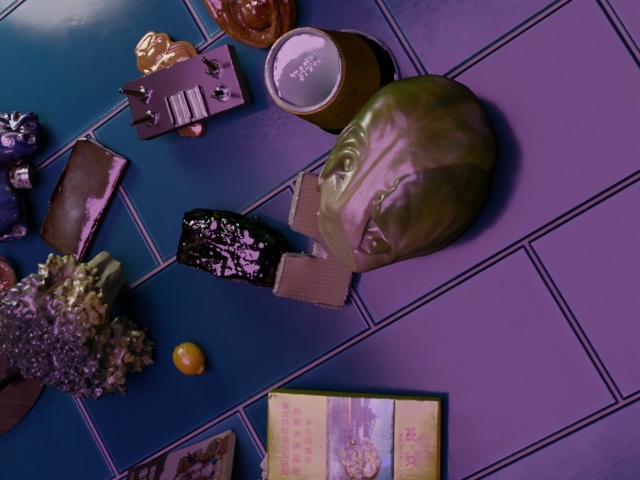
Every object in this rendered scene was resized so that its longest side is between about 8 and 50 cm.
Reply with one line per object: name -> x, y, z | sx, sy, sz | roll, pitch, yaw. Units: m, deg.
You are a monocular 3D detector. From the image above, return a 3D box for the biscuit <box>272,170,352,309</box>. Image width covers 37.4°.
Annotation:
biscuit -> 0.000, 0.000, 1.792 | 0.147, 0.046, 0.250 | 9, 97, -18

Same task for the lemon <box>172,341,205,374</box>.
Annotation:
lemon -> -0.266, 0.242, 1.924 | 0.083, 0.062, 0.062 | 37, 104, 16

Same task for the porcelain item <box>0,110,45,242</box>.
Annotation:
porcelain item -> -0.682, -0.139, 2.029 | 0.186, 0.138, 0.288 | -4, 86, 2

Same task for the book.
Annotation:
book -> -0.292, 0.501, 1.888 | 0.264, 0.202, 0.027 | -25, 123, 19

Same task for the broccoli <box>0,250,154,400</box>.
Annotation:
broccoli -> -0.506, 0.147, 1.907 | 0.293, 0.281, 0.348 | 14, 138, 26

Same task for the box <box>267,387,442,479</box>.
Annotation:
box -> 0.064, 0.385, 1.806 | 0.335, 0.047, 0.187 | 1, 92, 12

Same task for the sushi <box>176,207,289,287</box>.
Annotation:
sushi -> -0.172, 0.010, 1.847 | 0.225, 0.124, 0.127 | 17, 100, 19

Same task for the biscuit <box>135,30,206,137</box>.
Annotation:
biscuit -> -0.291, -0.327, 1.925 | 0.144, 0.040, 0.236 | -43, 81, 11

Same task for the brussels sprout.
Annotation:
brussels sprout -> 0.145, -0.107, 1.636 | 0.355, 0.289, 0.281 | -43, 86, -12

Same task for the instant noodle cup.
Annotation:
instant noodle cup -> 0.011, -0.292, 1.712 | 0.215, 0.236, 0.215 | 2, 94, 21

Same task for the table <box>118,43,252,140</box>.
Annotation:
table -> -0.276, -0.288, 1.846 | 0.240, 0.111, 0.121 | -17, 91, 19

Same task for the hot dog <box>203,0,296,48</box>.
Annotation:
hot dog -> -0.145, -0.498, 1.820 | 0.175, 0.114, 0.259 | -25, 84, 20

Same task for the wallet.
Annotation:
wallet -> -0.510, -0.090, 2.012 | 0.137, 0.031, 0.255 | 31, 101, 16

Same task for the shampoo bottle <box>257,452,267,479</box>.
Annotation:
shampoo bottle -> -0.091, 0.433, 1.888 | 0.049, 0.034, 0.141 | 29, 102, 9

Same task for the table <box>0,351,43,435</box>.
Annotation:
table -> -0.779, 0.344, 1.985 | 0.317, 0.249, 0.317 | 3, 105, 11

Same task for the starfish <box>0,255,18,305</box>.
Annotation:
starfish -> -0.887, 0.094, 2.132 | 0.432, 0.082, 0.324 | 24, 103, 19
